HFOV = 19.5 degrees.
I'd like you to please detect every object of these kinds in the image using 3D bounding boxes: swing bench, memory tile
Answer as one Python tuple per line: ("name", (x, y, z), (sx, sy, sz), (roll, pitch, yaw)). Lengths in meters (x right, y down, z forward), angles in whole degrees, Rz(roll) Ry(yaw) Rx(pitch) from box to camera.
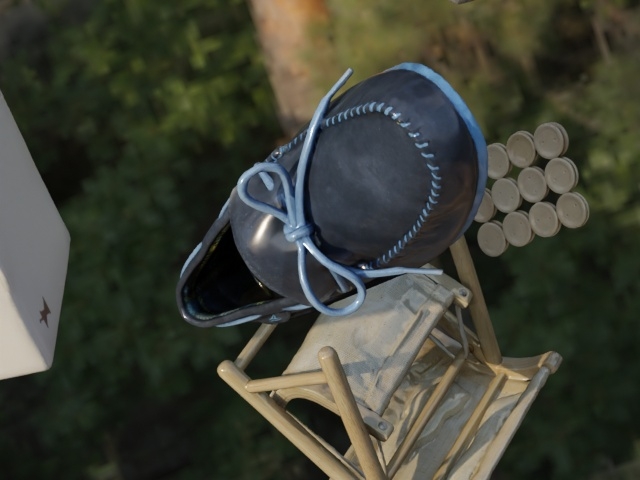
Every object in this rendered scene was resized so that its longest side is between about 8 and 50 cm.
("swing bench", (0.076, 0.130, 1.865), (0.165, 0.254, 0.253), (-11, 33, 44))
("memory tile", (0.206, -0.052, 1.904), (0.012, 0.113, 0.148), (-17, -3, -45))

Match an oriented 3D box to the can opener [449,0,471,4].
("can opener", (0.197, -0.333, 1.794), (0.280, 0.093, 0.074), (-48, -14, -12))

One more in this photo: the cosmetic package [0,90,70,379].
("cosmetic package", (-0.449, 0.013, 1.442), (0.453, 0.230, 0.161), (-11, 40, 9))

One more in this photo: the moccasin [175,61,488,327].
("moccasin", (0.000, 0.000, 1.234), (0.117, 0.137, 0.342), (-30, -9, -29))
